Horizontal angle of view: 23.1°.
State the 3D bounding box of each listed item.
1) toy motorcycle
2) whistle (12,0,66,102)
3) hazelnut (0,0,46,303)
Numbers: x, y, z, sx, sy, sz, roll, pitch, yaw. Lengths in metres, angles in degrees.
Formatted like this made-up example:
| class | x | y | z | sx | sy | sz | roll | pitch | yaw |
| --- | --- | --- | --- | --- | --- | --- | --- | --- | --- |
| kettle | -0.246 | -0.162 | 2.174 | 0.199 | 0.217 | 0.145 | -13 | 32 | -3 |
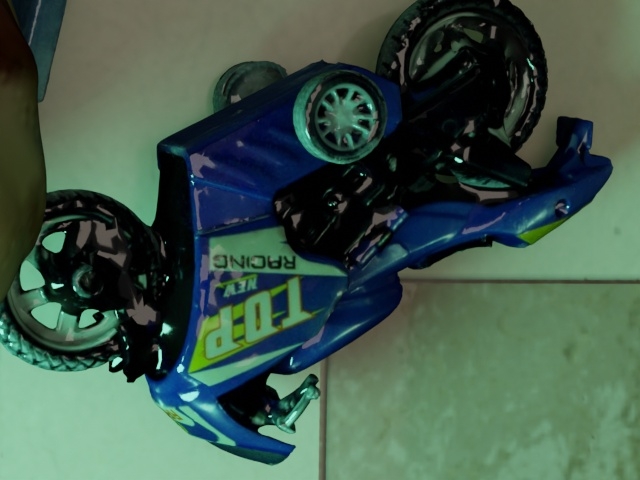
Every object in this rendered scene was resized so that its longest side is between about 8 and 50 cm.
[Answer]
| class | x | y | z | sx | sy | sz | roll | pitch | yaw |
| --- | --- | --- | --- | --- | --- | --- | --- | --- | --- |
| toy motorcycle | 0.000 | 0.000 | 0.749 | 0.315 | 0.113 | 0.169 | -29 | 108 | -18 |
| whistle | -0.156 | -0.147 | 0.720 | 0.090 | 0.090 | 0.158 | 14 | 89 | -12 |
| hazelnut | -0.234 | -0.042 | 0.617 | 0.241 | 0.261 | 0.261 | 7 | 90 | -19 |
